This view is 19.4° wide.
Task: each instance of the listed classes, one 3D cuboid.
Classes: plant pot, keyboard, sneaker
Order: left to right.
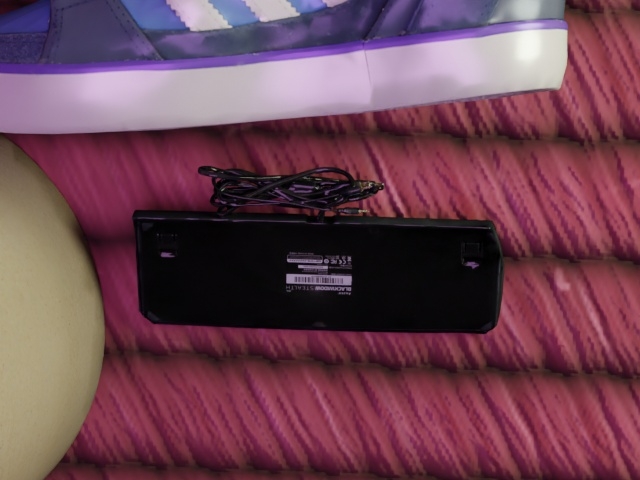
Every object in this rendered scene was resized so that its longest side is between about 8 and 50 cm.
[{"bbox_3d":[-0.245,0.073,0.868,0.256,0.274,0.256,0,103,1],"label":"plant pot"},{"bbox_3d":[-0.042,-0.174,0.889,0.322,0.130,0.236,-4,94,7],"label":"sneaker"},{"bbox_3d":[0.000,0.000,0.973,0.192,0.038,0.100,2,127,0],"label":"keyboard"}]
